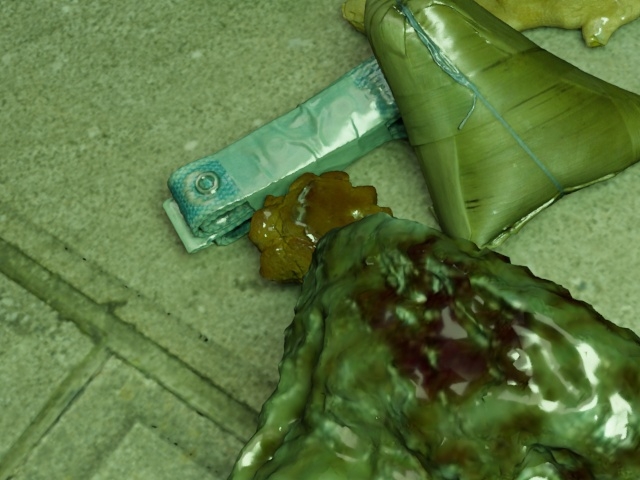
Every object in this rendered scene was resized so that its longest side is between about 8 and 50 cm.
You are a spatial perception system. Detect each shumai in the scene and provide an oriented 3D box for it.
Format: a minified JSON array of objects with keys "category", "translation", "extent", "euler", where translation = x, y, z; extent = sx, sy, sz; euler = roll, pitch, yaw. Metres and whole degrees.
[{"category":"shumai","translation":[0.074,0.201,1.118],"extent":[0.395,0.395,0.348],"euler":[34,74,31]}]

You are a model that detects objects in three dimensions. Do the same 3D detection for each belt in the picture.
[{"category":"belt","translation":[0.002,-0.086,1.470],"extent":[0.302,0.087,0.072],"euler":[-30,69,1]}]

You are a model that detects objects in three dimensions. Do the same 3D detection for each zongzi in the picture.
[{"category":"zongzi","translation":[0.182,-0.139,1.371],"extent":[0.256,0.228,0.115],"euler":[-23,18,2]}]

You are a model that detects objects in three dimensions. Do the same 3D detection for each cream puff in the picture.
[{"category":"cream puff","translation":[0.000,0.000,1.416],"extent":[0.122,0.094,0.116],"euler":[-1,57,-26]}]

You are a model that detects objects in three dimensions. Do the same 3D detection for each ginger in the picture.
[{"category":"ginger","translation":[0.164,-0.235,1.510],"extent":[0.299,0.065,0.118],"euler":[7,77,23]}]
